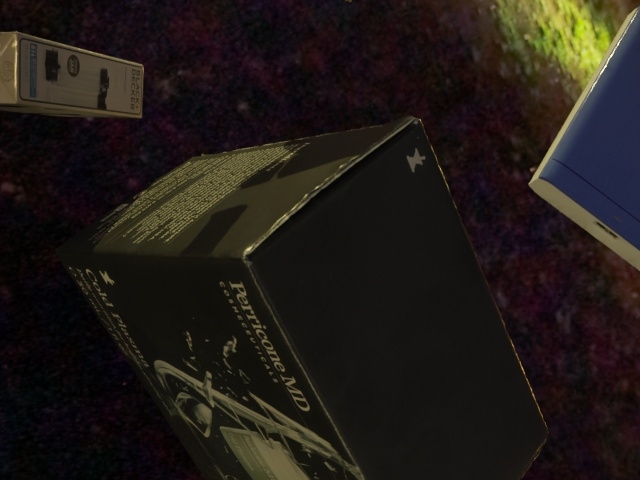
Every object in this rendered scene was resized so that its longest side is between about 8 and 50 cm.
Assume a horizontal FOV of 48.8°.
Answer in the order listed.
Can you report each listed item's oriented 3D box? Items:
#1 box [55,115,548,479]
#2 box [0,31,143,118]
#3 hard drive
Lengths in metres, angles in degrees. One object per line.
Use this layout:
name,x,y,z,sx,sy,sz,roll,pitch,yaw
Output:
box,-0.031,0.133,0.943,0.297,0.471,0.480,-41,115,-34
box,-0.400,-0.229,1.013,0.290,0.169,0.087,-21,114,-73
hard drive,0.424,-0.130,0.902,0.210,0.040,0.319,36,68,-2
